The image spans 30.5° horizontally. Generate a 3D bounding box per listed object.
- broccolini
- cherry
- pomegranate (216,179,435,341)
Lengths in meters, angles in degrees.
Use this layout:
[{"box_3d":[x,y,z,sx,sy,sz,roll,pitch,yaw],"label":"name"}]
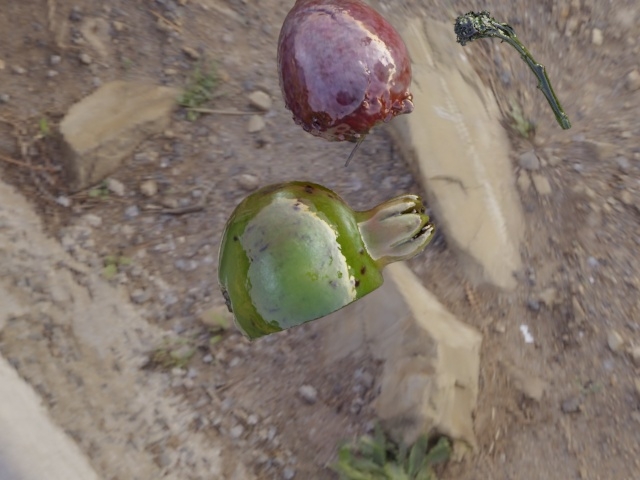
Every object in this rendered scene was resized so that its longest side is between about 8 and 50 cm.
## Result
[{"box_3d":[0.228,-0.200,1.333,0.194,0.054,0.052,38,93,-16],"label":"broccolini"},{"box_3d":[0.023,-0.255,1.679,0.192,0.175,0.249,-37,69,43],"label":"cherry"},{"box_3d":[-0.010,0.004,1.314,0.241,0.190,0.159,-18,94,35],"label":"pomegranate"}]
